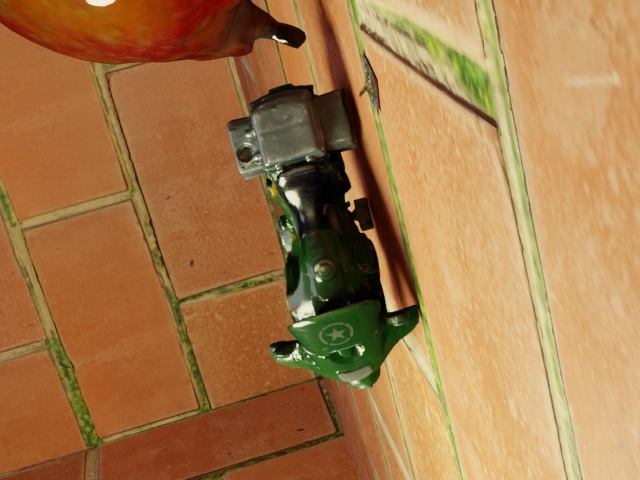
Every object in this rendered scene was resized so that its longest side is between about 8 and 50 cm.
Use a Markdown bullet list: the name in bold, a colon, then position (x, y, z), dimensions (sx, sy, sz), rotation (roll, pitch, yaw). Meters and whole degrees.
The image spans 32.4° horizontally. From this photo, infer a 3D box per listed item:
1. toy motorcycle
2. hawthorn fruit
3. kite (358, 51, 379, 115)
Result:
- **toy motorcycle**: position (0.000, 0.000, 0.913), dimensions (0.187, 0.124, 0.275), rotation (-20, -87, -85)
- **hawthorn fruit**: position (-0.166, -0.289, 0.839), dimensions (0.325, 0.308, 0.308), rotation (70, -179, -57)
- **kite**: position (0.036, -0.106, 0.800), dimensions (0.078, 0.002, 0.044), rotation (89, 164, -70)
